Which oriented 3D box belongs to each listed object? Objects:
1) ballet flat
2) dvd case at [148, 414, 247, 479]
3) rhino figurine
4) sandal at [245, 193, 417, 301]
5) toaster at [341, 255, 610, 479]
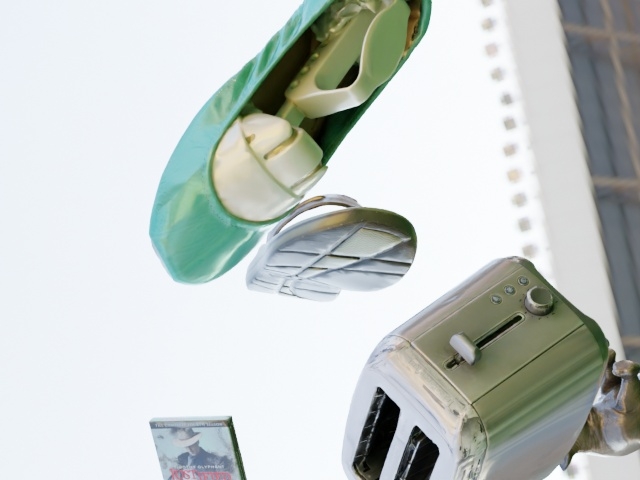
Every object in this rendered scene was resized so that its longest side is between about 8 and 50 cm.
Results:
[{"bbox_3d":[-0.014,-0.079,0.884,0.083,0.087,0.247,41,-105,-25],"label":"ballet flat"},{"bbox_3d":[-0.109,0.220,1.372,0.013,0.087,0.119,-38,-60,-60],"label":"dvd case"},{"bbox_3d":[0.302,0.159,1.440,0.073,0.243,0.106,-103,-7,-70],"label":"rhino figurine"},{"bbox_3d":[-0.002,0.000,1.412,0.120,0.303,0.086,17,-104,-17],"label":"sandal"},{"bbox_3d":[0.105,0.127,1.082,0.146,0.227,0.129,-27,-120,-31],"label":"toaster"}]
